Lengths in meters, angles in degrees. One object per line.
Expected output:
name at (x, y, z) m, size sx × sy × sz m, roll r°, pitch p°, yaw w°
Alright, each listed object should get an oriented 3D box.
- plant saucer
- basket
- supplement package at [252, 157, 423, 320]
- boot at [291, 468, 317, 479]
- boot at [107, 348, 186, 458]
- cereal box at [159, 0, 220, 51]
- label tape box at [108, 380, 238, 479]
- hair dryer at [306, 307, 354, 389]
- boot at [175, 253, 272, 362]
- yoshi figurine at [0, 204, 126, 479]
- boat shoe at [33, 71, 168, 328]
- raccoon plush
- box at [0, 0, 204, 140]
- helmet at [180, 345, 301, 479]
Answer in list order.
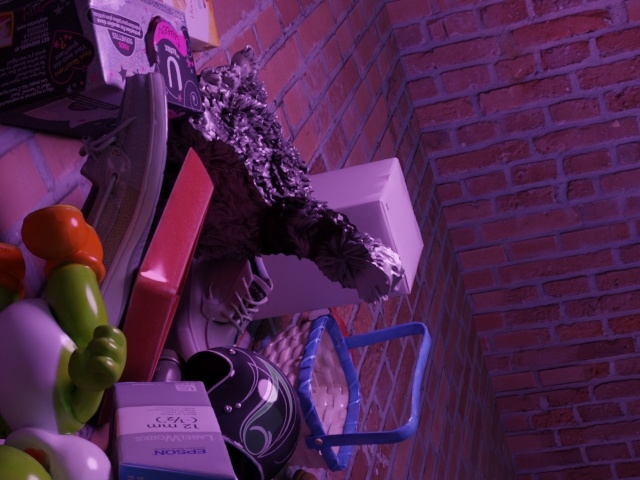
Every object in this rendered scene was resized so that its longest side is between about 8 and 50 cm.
plant saucer at (-0.193, 0.059, 1.265) m, size 0.259 × 0.048 × 0.258 m, roll -77°, pitch -173°, yaw -51°
basket at (0.028, 0.235, 1.666) m, size 0.201 × 0.289 × 0.254 m, roll 64°, pitch 26°, yaw -26°
supplement package at (0.000, 0.000, 1.718) m, size 0.177 × 0.293 × 0.175 m, roll -64°, pitch 139°, yaw -61°
boot at (0.015, 0.533, 1.745) m, size 0.112 × 0.115 × 0.305 m, roll 13°, pitch 66°, yaw -68°
boot at (-0.190, 0.266, 1.343) m, size 0.189 × 0.076 × 0.208 m, roll 51°, pitch 23°, yaw -29°
cereal box at (-0.238, -0.397, 1.625) m, size 0.240 × 0.047 × 0.173 m, roll -7°, pitch 86°, yaw -72°
label tape box at (-0.156, 0.310, 1.034) m, size 0.347 × 0.115 × 0.249 m, roll -135°, pitch -132°, yaw -75°
hair dryer at (0.026, 0.150, 2.053) m, size 0.223 × 0.080 × 0.293 m, roll 4°, pitch 76°, yaw -72°
boot at (-0.128, 0.092, 1.456) m, size 0.095 × 0.123 × 0.258 m, roll 52°, pitch 16°, yaw -38°
yoshi figurine at (-0.276, 0.149, 0.941) m, size 0.203 × 0.203 × 0.362 m, roll 1°, pitch 65°, yaw -28°
boat shoe at (-0.237, -0.031, 1.117) m, size 0.118 × 0.103 × 0.320 m, roll -129°, pitch -124°, yaw -70°
raccoon plush at (-0.060, -0.089, 1.514) m, size 0.446 × 0.216 × 0.299 m, roll 38°, pitch 37°, yaw -1°
box at (-0.268, -0.211, 1.237) m, size 0.247 × 0.163 × 0.142 m, roll -1°, pitch 79°, yaw -71°
helmet at (-0.105, 0.216, 1.290) m, size 0.169 × 0.169 × 0.161 m, roll 67°, pitch 31°, yaw -33°
